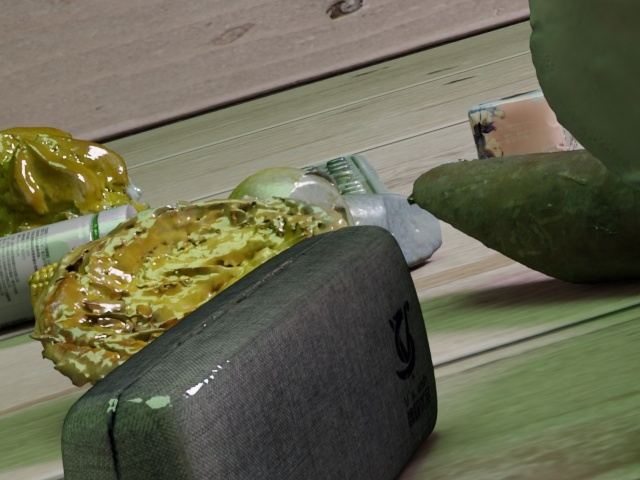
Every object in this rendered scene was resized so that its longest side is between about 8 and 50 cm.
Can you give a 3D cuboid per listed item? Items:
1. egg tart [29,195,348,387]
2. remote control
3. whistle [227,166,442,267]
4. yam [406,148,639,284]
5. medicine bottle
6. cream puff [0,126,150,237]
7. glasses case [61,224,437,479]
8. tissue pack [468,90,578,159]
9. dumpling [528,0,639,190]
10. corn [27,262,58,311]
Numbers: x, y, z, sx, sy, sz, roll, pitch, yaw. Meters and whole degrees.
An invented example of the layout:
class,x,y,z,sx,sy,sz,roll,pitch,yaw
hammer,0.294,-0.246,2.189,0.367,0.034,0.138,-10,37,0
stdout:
class,x,y,z,sx,sy,sz,roll,pitch,yaw
egg tart,-0.082,0.052,1.373,0.252,0.098,0.232,-23,30,-22
remote control,-0.001,-0.023,1.767,0.128,0.065,0.335,-14,9,-1
whistle,0.000,0.000,1.531,0.223,0.122,0.123,-6,1,-38
yam,0.184,-0.020,1.334,0.259,0.106,0.106,-8,13,43
medicine bottle,-0.257,0.028,1.821,0.183,0.086,0.086,-15,10,6
cream puff,-0.288,-0.029,1.949,0.195,0.194,0.221,-24,9,-40
glasses case,-0.023,0.089,0.953,0.074,0.131,0.323,-9,12,22
tissue pack,0.203,-0.109,1.910,0.094,0.074,0.059,-13,3,22
dumpling,0.285,-0.149,1.175,0.270,0.320,0.212,-40,-11,24
corn,-0.166,0.027,1.738,0.206,0.067,0.067,-15,9,3
